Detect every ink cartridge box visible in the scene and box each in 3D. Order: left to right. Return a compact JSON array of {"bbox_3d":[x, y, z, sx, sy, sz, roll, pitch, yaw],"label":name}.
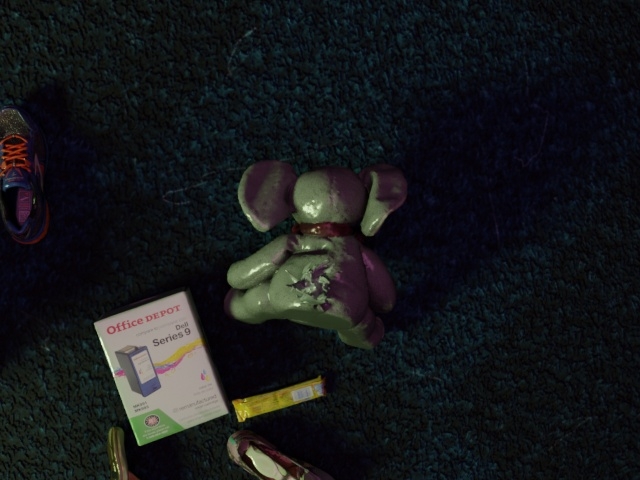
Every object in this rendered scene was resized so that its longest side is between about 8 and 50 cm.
[{"bbox_3d":[-0.252,0.197,1.403,0.154,0.093,0.212,-19,93,-6],"label":"ink cartridge box"}]

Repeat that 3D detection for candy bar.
[{"bbox_3d":[-0.065,0.265,1.467,0.162,0.018,0.040,-15,98,-7],"label":"candy bar"}]

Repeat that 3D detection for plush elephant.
[{"bbox_3d":[0.000,0.000,1.356,0.272,0.330,0.255,11,72,-1],"label":"plush elephant"}]

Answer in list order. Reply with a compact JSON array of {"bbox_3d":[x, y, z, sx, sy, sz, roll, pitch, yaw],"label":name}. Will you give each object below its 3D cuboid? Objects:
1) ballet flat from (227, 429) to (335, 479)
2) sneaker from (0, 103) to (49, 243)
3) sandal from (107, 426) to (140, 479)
[{"bbox_3d":[-0.058,0.389,1.443,0.221,0.079,0.077,35,87,-8],"label":"ballet flat"},{"bbox_3d":[-0.466,-0.104,1.364,0.083,0.087,0.221,-9,94,-8],"label":"sneaker"},{"bbox_3d":[-0.314,0.390,1.422,0.049,0.072,0.180,-4,89,-29],"label":"sandal"}]
